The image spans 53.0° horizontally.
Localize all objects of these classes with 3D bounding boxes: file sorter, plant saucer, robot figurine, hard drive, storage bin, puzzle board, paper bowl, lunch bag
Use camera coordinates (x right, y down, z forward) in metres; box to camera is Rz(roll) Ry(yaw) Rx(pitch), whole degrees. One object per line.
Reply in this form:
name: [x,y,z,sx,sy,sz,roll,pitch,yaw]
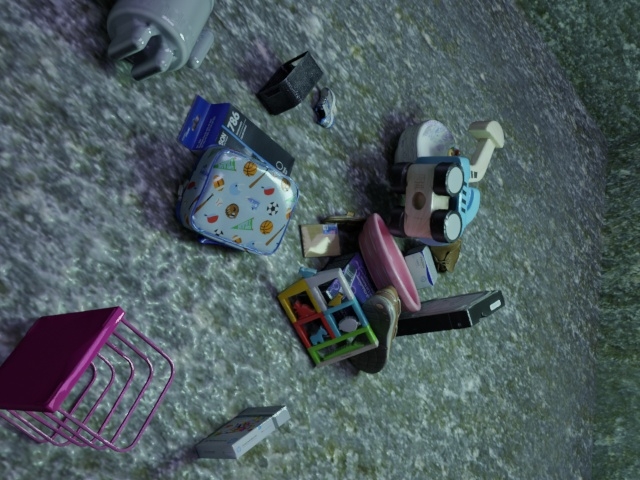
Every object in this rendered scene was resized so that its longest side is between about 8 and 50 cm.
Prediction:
file sorter: [-0.444,0.264,1.180,0.182,0.291,0.202,51,48,-29]
plant saucer: [0.207,0.079,1.995,0.332,0.084,0.332,60,13,-23]
robot figurine: [-0.374,-0.546,1.530,0.300,0.200,0.353,45,50,-43]
hard drive: [0.381,0.232,2.037,0.237,0.339,0.064,-17,91,-47]
storage bin: [-0.086,-0.459,1.876,0.084,0.122,0.180,52,47,-24]
puzzle board: [0.000,0.000,1.910,0.128,0.011,0.096,-3,84,-33]
paper bowl: [0.376,-0.278,2.307,0.284,0.148,0.284,16,68,-45]
lunch bag: [-0.212,-0.093,1.619,0.303,0.115,0.243,23,90,-40]

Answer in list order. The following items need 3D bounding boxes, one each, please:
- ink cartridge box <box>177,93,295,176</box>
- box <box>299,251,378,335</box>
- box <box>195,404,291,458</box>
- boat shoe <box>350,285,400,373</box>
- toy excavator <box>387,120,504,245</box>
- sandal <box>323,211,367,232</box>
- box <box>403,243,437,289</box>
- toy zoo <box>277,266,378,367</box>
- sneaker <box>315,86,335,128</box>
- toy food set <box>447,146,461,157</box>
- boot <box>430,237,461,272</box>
ink cartridge box: [-0.215,-0.242,1.726,0.333,0.065,0.165,35,56,-35]
box: [0.059,0.156,1.881,0.207,0.108,0.153,-49,116,-43]
box: [-0.182,0.452,1.516,0.186,0.145,0.038,-27,97,-47]
boat shoe: [0.170,0.263,1.863,0.116,0.123,0.324,-49,160,-45]
toy excavator: [0.447,-0.199,2.132,0.445,0.222,0.433,0,95,-47]
sandal: [0.076,-0.065,1.998,0.180,0.072,0.049,6,54,-42]
box: [0.346,0.090,2.202,0.137,0.072,0.126,-33,105,-71]
toy zoo: [0.012,0.198,1.763,0.293,0.192,0.030,62,18,-15]
sneaker: [0.012,-0.424,2.028,0.058,0.052,0.135,8,74,-42]
toy food set: [0.482,-0.295,2.301,0.082,0.020,0.083,-33,105,-46]
boot: [0.443,0.047,2.278,0.305,0.112,0.115,33,65,-65]
